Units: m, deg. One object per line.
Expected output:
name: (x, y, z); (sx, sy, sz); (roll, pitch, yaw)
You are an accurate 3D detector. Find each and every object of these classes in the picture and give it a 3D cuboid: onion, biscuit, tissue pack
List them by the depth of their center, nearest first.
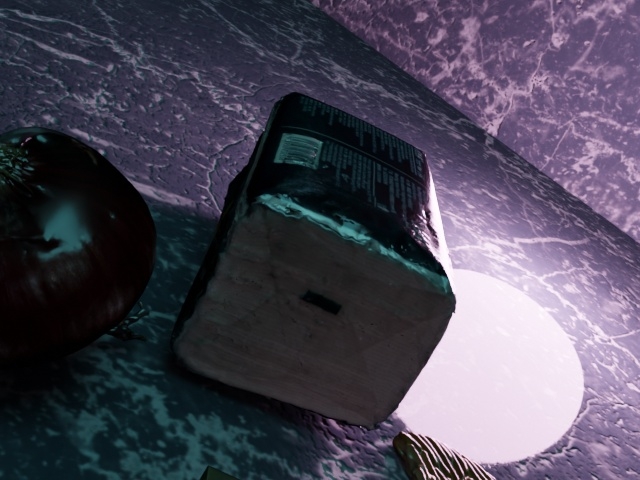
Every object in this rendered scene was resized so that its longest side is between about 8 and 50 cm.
onion: (-0.286, 0.029, 0.779); (0.273, 0.285, 0.273); (-7, 43, 7)
biscuit: (0.159, 0.303, 0.882); (0.229, 0.031, 0.176); (41, 27, 21)
tissue pack: (0.000, 0.000, 1.012); (0.264, 0.253, 0.416); (23, 26, -9)

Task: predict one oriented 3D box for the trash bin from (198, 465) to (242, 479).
trash bin: (-0.074, 0.256, 0.726); (0.092, 0.043, 0.061); (27, 26, -13)
